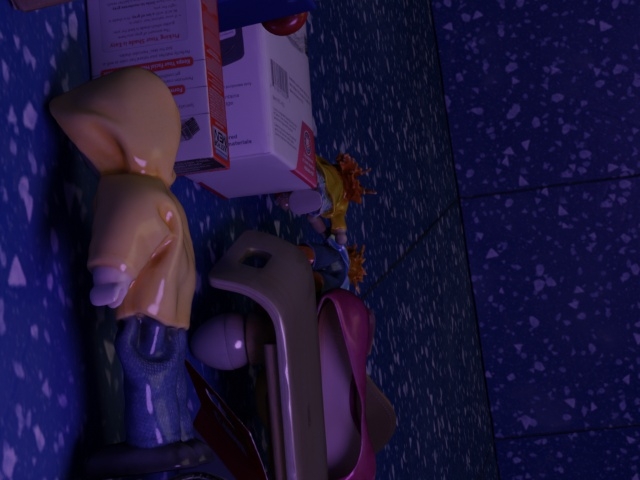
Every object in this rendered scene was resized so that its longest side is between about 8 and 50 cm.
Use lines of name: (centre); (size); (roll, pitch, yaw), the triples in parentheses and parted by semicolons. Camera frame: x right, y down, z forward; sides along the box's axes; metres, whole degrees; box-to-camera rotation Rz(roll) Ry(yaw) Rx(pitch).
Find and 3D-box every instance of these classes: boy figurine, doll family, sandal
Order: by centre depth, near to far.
boy figurine: (-0.131, 0.020, 1.130); (0.177, 0.092, 0.285); (22, 60, -83)
doll family: (0.000, 0.000, 1.684); (0.163, 0.118, 0.263); (-9, 93, -75)
sandal: (0.021, 0.158, 1.785); (0.240, 0.088, 0.079); (67, -1, -58)

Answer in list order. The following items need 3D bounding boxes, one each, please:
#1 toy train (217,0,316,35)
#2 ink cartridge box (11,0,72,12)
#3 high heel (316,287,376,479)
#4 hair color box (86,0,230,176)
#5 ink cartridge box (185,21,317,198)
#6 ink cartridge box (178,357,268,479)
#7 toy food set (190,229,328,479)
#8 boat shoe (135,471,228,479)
toy train: (-0.045, -0.249, 1.341); (0.105, 0.248, 0.143); (43, 37, -71)
ink cartridge box: (-0.139, -0.273, 1.032); (0.235, 0.193, 0.088); (70, 15, -46)
high heel: (0.010, 0.169, 1.587); (0.117, 0.082, 0.244); (29, 72, -69)
hair color box: (-0.125, -0.133, 1.254); (0.053, 0.093, 0.167); (35, 49, -73)
ink cartridge box: (-0.075, -0.171, 1.486); (0.172, 0.100, 0.237); (33, 51, -74)
ink cartridge box: (-0.074, 0.191, 1.258); (0.145, 0.045, 0.179); (41, -26, 55)
toy food set: (-0.054, 0.158, 1.464); (0.220, 0.092, 0.306); (-61, 148, -78)
boat shoe: (-0.113, 0.211, 1.057); (0.306, 0.113, 0.105); (-47, 144, -63)
